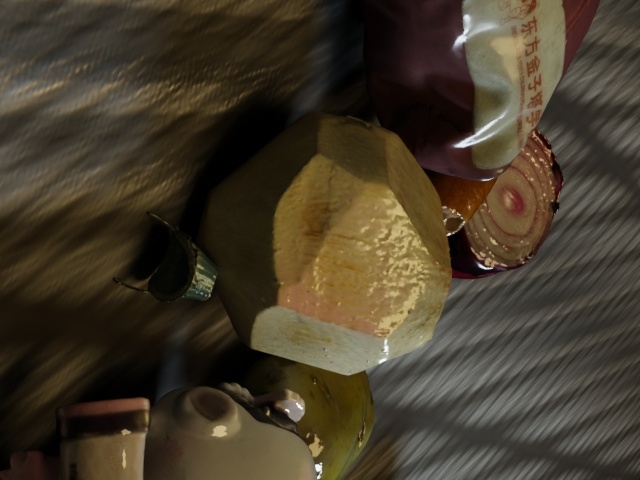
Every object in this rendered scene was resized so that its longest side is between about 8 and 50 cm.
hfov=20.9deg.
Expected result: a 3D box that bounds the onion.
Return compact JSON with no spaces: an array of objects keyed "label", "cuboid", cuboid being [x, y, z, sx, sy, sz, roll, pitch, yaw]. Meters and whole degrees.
[{"label":"onion","cuboid":[0.146,-0.070,1.853,0.218,0.140,0.195,47,65,-26]}]

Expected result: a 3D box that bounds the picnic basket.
[{"label":"picnic basket","cuboid":[-0.126,0.019,1.461,0.083,0.083,0.065,24,95,-23]}]

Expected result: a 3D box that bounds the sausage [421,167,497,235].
[{"label":"sausage","cuboid":[0.149,-0.125,1.722,0.076,0.102,0.302,85,20,-52]}]

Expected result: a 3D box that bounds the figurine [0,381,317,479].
[{"label":"figurine","cuboid":[-0.145,0.253,1.477,0.253,0.211,0.361,-37,166,22]}]

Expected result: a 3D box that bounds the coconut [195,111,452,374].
[{"label":"coconut","cuboid":[0.000,0.000,1.542,0.237,0.237,0.197,-64,-163,2]}]

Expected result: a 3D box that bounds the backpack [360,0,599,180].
[{"label":"backpack","cuboid":[0.158,-0.251,1.594,0.317,0.197,0.283,-54,154,-32]}]

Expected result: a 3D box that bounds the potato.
[{"label":"potato","cuboid":[-0.021,0.178,1.731,0.154,0.137,0.200,-56,173,23]}]
